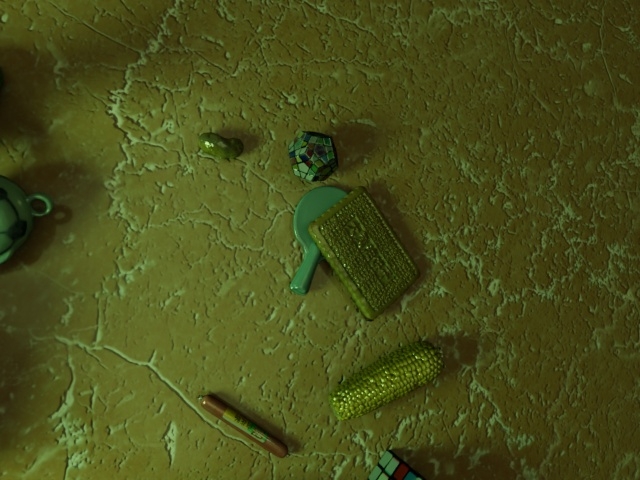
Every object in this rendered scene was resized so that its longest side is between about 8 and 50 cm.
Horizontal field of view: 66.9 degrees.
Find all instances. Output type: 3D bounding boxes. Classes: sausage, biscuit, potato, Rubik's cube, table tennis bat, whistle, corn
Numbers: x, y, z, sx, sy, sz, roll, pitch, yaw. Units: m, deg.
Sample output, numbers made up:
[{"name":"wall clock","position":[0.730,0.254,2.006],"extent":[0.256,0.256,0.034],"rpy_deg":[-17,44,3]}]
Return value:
[{"name":"sausage","position":[-0.149,0.367,0.956],"extent":[0.223,0.029,0.029],"rpy_deg":[38,77,-10]},{"name":"biscuit","position":[0.100,0.028,1.031],"extent":[0.172,0.029,0.255],"rpy_deg":[-39,102,-24]},{"name":"potato","position":[-0.199,-0.188,0.973],"extent":[0.092,0.045,0.047],"rpy_deg":[10,48,-17]},{"name":"Rubik's cube","position":[0.172,0.550,0.973],"extent":[0.154,0.151,0.155],"rpy_deg":[41,78,-8]},{"name":"table tennis bat","position":[0.000,0.000,1.020],"extent":[0.152,0.040,0.244],"rpy_deg":[27,76,-15]},{"name":"whistle","position":[-0.594,-0.029,0.795],"extent":[0.289,0.163,0.164],"rpy_deg":[-16,91,-17]},{"name":"Rubik's cube","position":[-0.014,-0.174,0.998],"extent":[0.111,0.111,0.093],"rpy_deg":[46,49,-8]},{"name":"corn","position":[0.140,0.292,1.013],"extent":[0.260,0.091,0.091],"rpy_deg":[-24,58,-15]}]

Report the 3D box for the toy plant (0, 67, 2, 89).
[{"name":"toy plant","position":[-0.670,-0.175,0.726],"extent":[0.355,0.317,0.211],"rpy_deg":[-20,117,-15]}]
